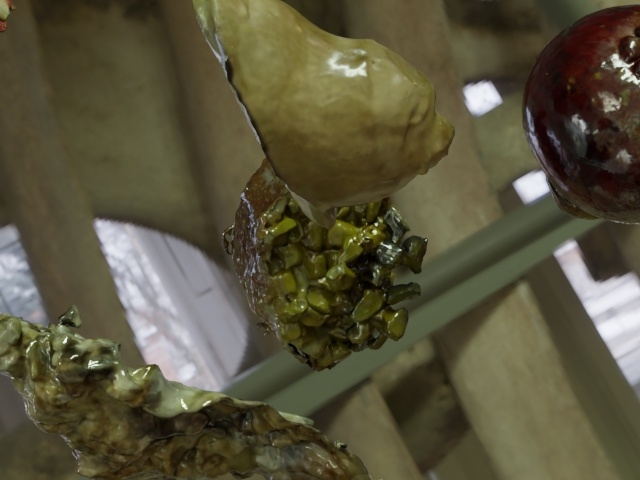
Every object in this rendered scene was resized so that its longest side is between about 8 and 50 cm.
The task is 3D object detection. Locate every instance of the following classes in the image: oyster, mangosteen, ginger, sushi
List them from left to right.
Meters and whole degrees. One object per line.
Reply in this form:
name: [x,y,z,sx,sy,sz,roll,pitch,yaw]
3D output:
oyster: [-0.103,0.137,0.872,0.201,0.354,0.107,11,74,53]
ginger: [-0.001,-0.101,0.752,0.122,0.193,0.115,-21,40,20]
sushi: [0.001,0.003,1.284,0.166,0.296,0.179,7,16,-24]
mangosteen: [0.300,-0.104,1.198,0.215,0.215,0.257,-29,-25,-14]

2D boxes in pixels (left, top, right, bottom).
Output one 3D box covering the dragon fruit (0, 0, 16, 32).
dragon fruit: [-0.385,-0.251,1.051,0.205,0.268,0.210,-11,8,25]
